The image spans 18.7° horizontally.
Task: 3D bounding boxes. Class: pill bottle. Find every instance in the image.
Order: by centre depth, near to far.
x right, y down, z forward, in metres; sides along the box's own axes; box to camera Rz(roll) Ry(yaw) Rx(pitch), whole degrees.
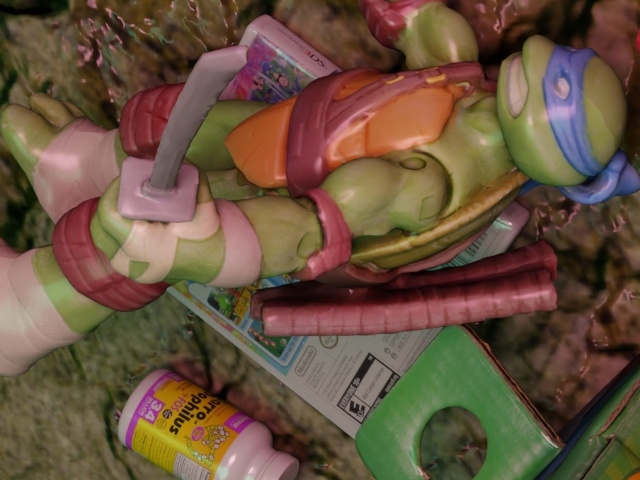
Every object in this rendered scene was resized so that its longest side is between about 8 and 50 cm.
[{"bbox_3d":[-0.053,0.098,0.930,0.083,0.043,0.043,28,129,17],"label":"pill bottle"}]

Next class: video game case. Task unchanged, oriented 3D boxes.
[{"bbox_3d":[0.000,0.000,0.854,0.143,0.019,0.157,38,132,10],"label":"video game case"}]

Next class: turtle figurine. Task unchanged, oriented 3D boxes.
[{"bbox_3d":[-0.042,-0.064,0.715,0.266,0.275,0.197,-19,63,33],"label":"turtle figurine"}]

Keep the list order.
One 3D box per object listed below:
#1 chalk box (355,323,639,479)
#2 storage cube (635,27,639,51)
[{"bbox_3d":[0.129,0.161,0.754,0.289,0.179,0.180,41,131,6],"label":"chalk box"},{"bbox_3d":[0.240,-0.044,0.554,0.193,0.184,0.215,-21,103,40],"label":"storage cube"}]
